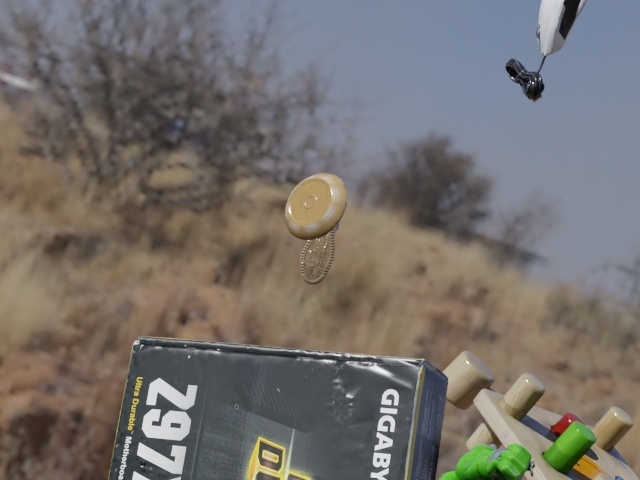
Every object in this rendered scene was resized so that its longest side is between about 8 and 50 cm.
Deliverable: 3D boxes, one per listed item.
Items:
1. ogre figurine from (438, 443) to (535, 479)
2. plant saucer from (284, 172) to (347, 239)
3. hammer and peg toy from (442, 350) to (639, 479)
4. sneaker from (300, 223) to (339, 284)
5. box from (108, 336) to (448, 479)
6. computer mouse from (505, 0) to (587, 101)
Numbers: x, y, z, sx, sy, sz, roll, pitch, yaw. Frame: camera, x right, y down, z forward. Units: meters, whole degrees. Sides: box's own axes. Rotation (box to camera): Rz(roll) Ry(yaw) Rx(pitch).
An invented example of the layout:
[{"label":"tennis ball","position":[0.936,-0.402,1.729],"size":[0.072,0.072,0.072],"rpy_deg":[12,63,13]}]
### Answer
[{"label":"ogre figurine","position":[0.110,0.243,1.569],"size":[0.097,0.197,0.118],"rpy_deg":[23,12,0]},{"label":"plant saucer","position":[-0.009,-0.041,2.003],"size":[0.083,0.083,0.015],"rpy_deg":[19,-12,40]},{"label":"hammer and peg toy","position":[0.314,0.266,2.238],"size":[0.266,0.127,0.361],"rpy_deg":[23,23,-39]},{"label":"sneaker","position":[0.000,0.000,2.256],"size":[0.042,0.118,0.067],"rpy_deg":[9,-6,2]},{"label":"box","position":[-0.049,0.246,1.412],"size":[0.257,0.322,0.079],"rpy_deg":[3,-16,23]},{"label":"computer mouse","position":[0.290,-0.275,2.267],"size":[0.042,0.193,0.106],"rpy_deg":[17,24,-15]}]
